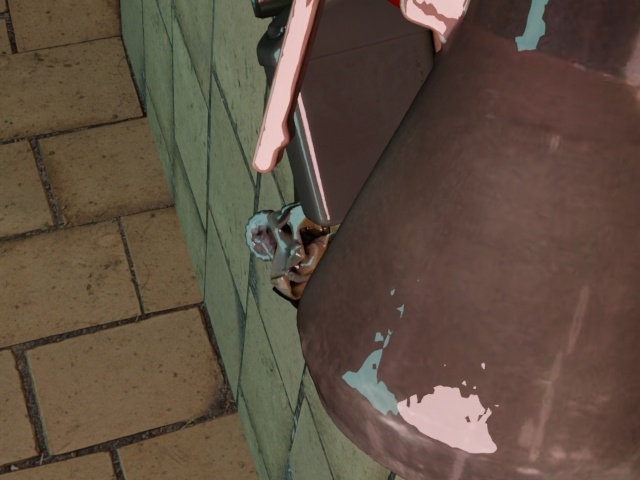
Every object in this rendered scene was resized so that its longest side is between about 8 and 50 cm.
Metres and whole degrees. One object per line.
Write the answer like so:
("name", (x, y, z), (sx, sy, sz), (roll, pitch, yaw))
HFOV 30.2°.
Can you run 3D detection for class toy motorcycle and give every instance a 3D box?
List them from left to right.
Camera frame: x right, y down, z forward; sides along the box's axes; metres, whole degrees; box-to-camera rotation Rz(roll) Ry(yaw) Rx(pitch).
("toy motorcycle", (0.000, 0.000, 1.556), (0.229, 0.094, 0.130), (-19, 82, 36))

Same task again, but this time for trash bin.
("trash bin", (0.037, -0.149, 1.239), (0.101, 0.176, 0.236), (-150, 46, -69))

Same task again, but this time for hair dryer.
("hair dryer", (-0.042, -0.321, 1.600), (0.198, 0.100, 0.057), (58, -161, -88))

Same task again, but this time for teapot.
("teapot", (0.117, -0.050, 0.667), (0.253, 0.300, 0.344), (-65, -9, -72))

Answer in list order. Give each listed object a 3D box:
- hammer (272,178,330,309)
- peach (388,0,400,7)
("hammer", (-0.024, -0.093, 1.705), (0.242, 0.095, 0.409), (-151, 52, -72))
("peach", (0.092, -0.290, 0.884), (0.196, 0.189, 0.226), (-46, -52, -51))
